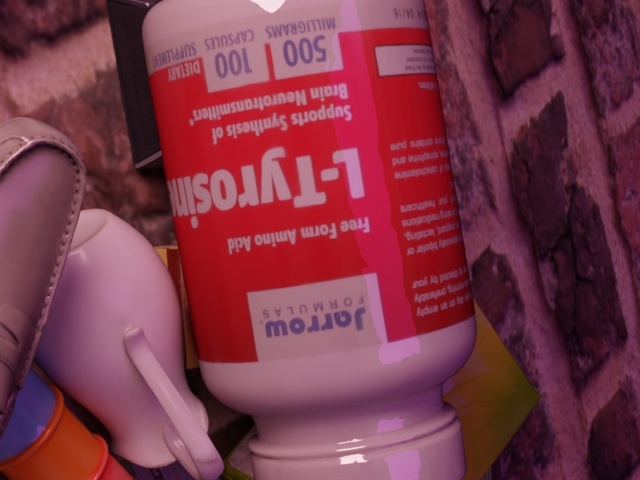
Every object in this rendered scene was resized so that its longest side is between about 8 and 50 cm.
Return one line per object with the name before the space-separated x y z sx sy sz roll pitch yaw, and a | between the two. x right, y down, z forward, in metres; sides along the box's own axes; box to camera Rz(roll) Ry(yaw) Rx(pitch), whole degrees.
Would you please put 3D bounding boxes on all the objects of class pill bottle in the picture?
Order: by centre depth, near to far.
pill bottle | 0.000 0.000 0.976 0.229 0.229 0.407 -13 94 -47

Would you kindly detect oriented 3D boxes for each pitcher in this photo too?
pitcher | -0.150 0.088 0.953 0.125 0.178 0.207 -33 117 -24

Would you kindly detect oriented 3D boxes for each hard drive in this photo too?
hard drive | -0.076 -0.164 1.126 0.255 0.054 0.171 -18 103 -47

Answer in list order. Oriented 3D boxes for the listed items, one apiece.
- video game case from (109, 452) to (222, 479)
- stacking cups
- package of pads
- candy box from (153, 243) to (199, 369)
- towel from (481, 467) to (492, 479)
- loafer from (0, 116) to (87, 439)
video game case | -0.154 0.235 1.055 0.166 0.015 0.119 -36 106 -42
stacking cups | -0.245 0.115 0.912 0.316 0.096 0.096 53 53 -35
package of pads | 0.064 0.184 1.187 0.296 0.101 0.229 -50 127 -20
candy box | -0.075 0.051 1.130 0.187 0.053 0.109 -8 96 -49
towel | 0.143 0.404 1.385 0.248 0.038 0.324 -21 106 -47
loafer | -0.229 0.075 0.777 0.112 0.111 0.319 24 89 -40
